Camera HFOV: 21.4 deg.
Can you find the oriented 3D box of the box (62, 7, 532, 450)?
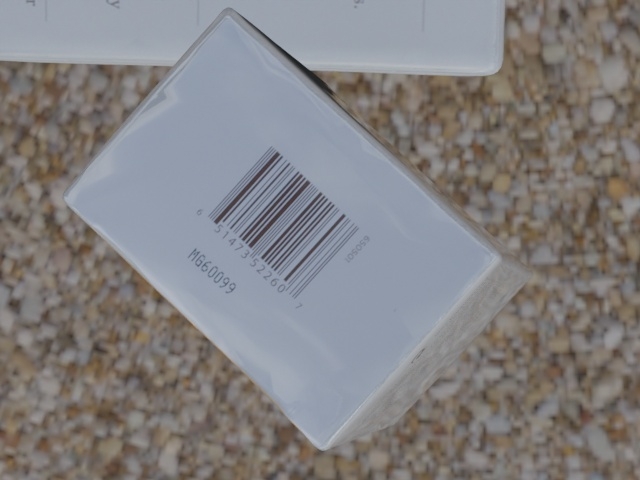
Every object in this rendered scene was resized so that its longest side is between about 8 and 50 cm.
[{"bbox_3d":[0.000,0.000,0.645,0.130,0.170,0.091,43,95,11],"label":"box"}]

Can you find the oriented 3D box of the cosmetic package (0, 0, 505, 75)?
[{"bbox_3d":[-0.050,-0.301,1.334,0.393,0.327,0.329,3,97,4],"label":"cosmetic package"}]
